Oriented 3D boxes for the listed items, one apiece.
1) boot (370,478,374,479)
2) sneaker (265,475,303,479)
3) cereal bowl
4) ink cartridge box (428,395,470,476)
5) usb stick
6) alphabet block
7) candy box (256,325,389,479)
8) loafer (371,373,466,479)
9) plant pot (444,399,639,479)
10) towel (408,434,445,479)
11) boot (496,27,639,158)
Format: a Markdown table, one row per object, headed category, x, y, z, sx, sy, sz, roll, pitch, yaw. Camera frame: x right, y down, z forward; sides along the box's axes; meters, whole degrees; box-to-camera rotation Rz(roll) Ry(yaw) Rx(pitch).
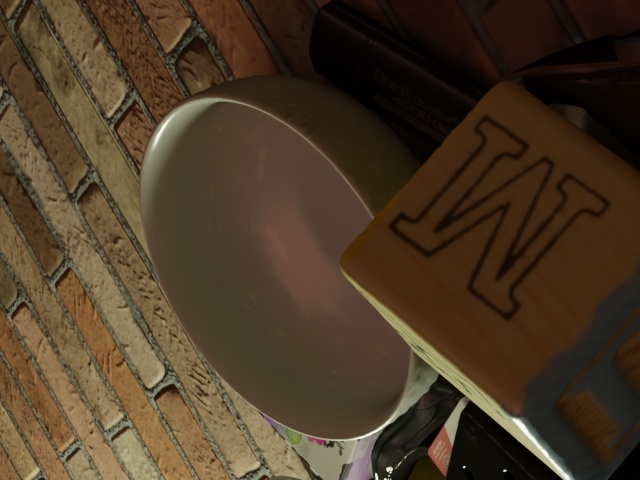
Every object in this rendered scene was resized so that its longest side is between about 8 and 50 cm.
| category | x | y | z | sx | sy | sz | roll | pitch | yaw |
| --- | --- | --- | --- | --- | --- | --- | --- | --- | --- |
| boot | 0.067 | 0.300 | 1.984 | 0.178 | 0.085 | 0.236 | 55 | 167 | 17 |
| sneaker | -0.017 | 0.300 | 2.125 | 0.191 | 0.071 | 0.083 | 43 | 168 | 51 |
| cereal bowl | 0.000 | 0.000 | 1.774 | 0.339 | 0.141 | 0.339 | 28 | 133 | 34 |
| ink cartridge box | 0.191 | 0.230 | 1.770 | 0.198 | 0.067 | 0.115 | 54 | 151 | 18 |
| usb stick | 0.088 | -0.122 | 1.664 | 0.278 | 0.045 | 0.077 | 36 | 135 | 39 |
| alphabet block | 0.166 | 0.036 | 1.455 | 0.197 | 0.193 | 0.192 | 40 | 175 | 33 |
| candy box | -0.001 | 0.125 | 1.962 | 0.196 | 0.070 | 0.165 | 45 | 136 | 29 |
| loafer | 0.095 | 0.188 | 1.887 | 0.061 | 0.062 | 0.170 | 39 | 138 | 20 |
| plant pot | 0.206 | 0.178 | 1.600 | 0.187 | 0.167 | 0.188 | 44 | 145 | 29 |
| towel | 0.078 | 0.207 | 1.982 | 0.237 | 0.021 | 0.102 | 41 | 145 | 34 |
| boot | 0.215 | -0.095 | 1.443 | 0.219 | 0.082 | 0.106 | -10 | 103 | 58 |
